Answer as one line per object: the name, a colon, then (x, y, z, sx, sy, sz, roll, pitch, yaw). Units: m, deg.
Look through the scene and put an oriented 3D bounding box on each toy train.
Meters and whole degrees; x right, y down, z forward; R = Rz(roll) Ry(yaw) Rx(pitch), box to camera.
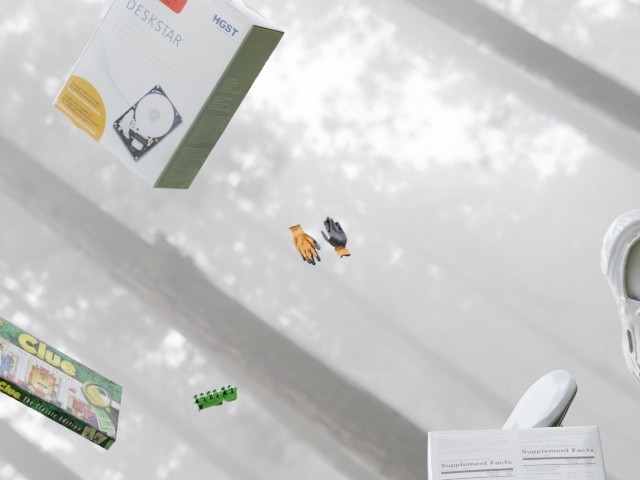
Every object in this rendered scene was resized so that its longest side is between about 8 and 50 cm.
toy train: (-0.147, 0.220, 2.201, 0.083, 0.017, 0.023, -12, -71, -48)

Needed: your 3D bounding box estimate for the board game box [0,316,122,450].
board game box: (-0.410, 0.201, 2.328, 0.030, 0.260, 0.136, -49, 22, 21)

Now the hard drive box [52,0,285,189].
hard drive box: (-0.184, -0.206, 1.896, 0.232, 0.181, 0.089, -58, -20, 14)

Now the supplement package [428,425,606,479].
supplement package: (0.233, 0.363, 1.890, 0.145, 0.204, 0.261, -88, -5, -50)

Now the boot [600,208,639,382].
boot: (0.397, 0.091, 1.823, 0.095, 0.123, 0.258, -23, -51, -4)

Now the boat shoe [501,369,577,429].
boat shoe: (0.347, 0.307, 2.528, 0.076, 0.080, 0.228, 25, -72, -28)

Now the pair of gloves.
pair of gloves: (0.000, 0.000, 2.374, 0.083, 0.074, 0.010, -14, -29, -21)
